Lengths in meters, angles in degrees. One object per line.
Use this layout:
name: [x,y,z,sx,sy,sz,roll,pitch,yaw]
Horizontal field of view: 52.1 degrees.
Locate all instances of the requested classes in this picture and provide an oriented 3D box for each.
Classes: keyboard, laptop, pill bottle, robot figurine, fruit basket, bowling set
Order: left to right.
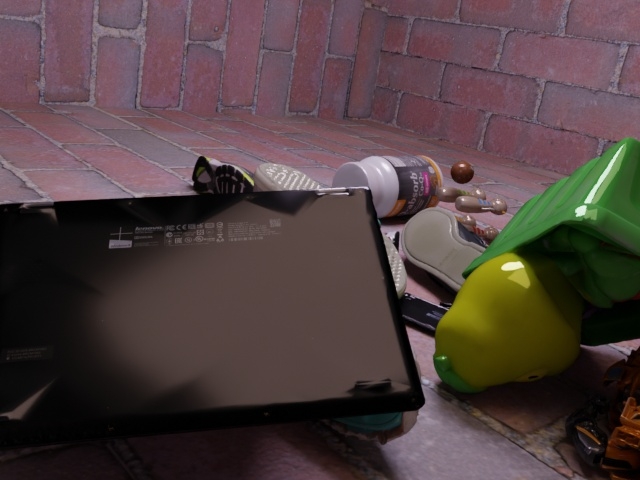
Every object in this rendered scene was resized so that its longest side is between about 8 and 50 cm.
laptop: [-0.133,0.070,0.721,0.382,0.236,0.407,-4,48,-7]
pill bottle: [0.174,-0.137,1.676,0.279,0.162,0.162,-8,24,-42]
keyboard: [0.200,0.130,1.070,0.180,0.023,0.108,22,28,34]
bowling set: [0.369,-0.078,1.540,0.154,0.199,0.287,4,22,-19]
fruit basket: [0.333,0.082,0.898,0.283,0.392,0.392,29,18,-1]
robot figurine: [0.421,0.217,0.788,0.211,0.084,0.291,17,19,28]

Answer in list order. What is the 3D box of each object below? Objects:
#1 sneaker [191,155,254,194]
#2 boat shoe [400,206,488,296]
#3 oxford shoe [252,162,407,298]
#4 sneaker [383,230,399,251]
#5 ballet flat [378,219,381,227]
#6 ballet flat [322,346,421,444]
sneaker: [-0.203,-0.141,1.602,0.121,0.111,0.300,1,20,-35]
boat shoe: [0.263,0.039,1.256,0.113,0.127,0.340,45,-1,-26]
oxford shoe: [0.000,0.000,1.226,0.169,0.130,0.449,1,29,-39]
sneaker: [0.107,0.022,1.319,0.077,0.071,0.178,2,6,18]
ballet flat: [0.046,-0.045,1.505,0.068,0.072,0.213,-35,38,-27]
ballet flat: [-0.020,0.121,0.826,0.147,0.146,0.409,-9,26,-45]
